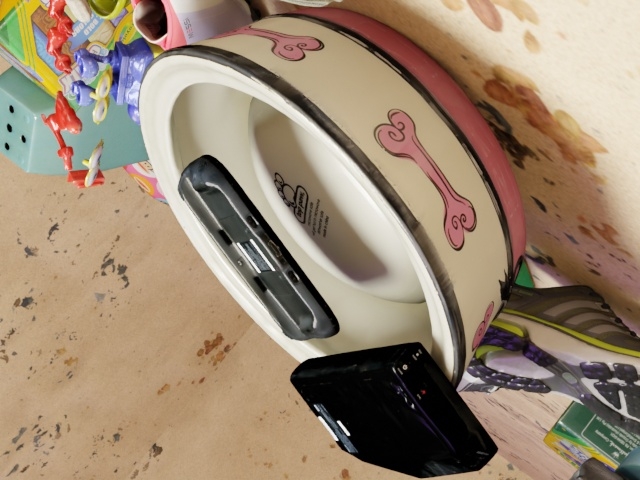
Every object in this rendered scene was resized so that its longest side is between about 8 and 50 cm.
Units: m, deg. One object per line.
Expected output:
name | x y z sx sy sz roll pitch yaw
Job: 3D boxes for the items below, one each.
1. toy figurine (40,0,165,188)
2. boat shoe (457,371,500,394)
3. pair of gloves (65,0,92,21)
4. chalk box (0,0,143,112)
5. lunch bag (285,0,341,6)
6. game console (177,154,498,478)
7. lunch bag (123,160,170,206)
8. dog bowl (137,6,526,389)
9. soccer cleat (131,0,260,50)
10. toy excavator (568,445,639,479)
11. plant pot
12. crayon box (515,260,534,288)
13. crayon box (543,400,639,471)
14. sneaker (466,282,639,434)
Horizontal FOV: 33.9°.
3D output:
toy figurine | -0.205 -0.248 1.299 0.191 0.217 0.362 51 137 41
boat shoe | 0.272 0.192 1.671 0.102 0.108 0.301 8 159 -5
pair of gloves | -0.302 -0.358 1.078 0.204 0.042 0.240 138 110 -82
chalk box | -0.379 -0.319 1.477 0.180 0.179 0.289 36 171 26
lunch bag | -0.111 -0.262 0.628 0.235 0.169 0.287 35 171 40
game console | -0.002 0.071 0.953 0.361 0.044 0.213 53 153 -9
lunch bag | -0.259 -0.170 1.847 0.258 0.120 0.293 3 141 52
dog bowl | 0.017 -0.038 0.995 0.408 0.150 0.408 38 153 23
soccer cleat | -0.134 -0.231 1.080 0.108 0.116 0.318 37 171 19
toy excavator | 0.427 0.339 1.191 0.222 0.445 0.433 37 143 28
plant pot | -0.388 -0.201 1.629 0.166 0.234 0.165 35 128 22
crayon box | 0.139 -0.007 1.206 0.165 0.081 0.278 34 170 30
crayon box | 0.460 0.336 1.638 0.203 0.083 0.323 37 172 16
sneaker | 0.293 0.108 1.101 0.300 0.121 0.111 19 139 16
